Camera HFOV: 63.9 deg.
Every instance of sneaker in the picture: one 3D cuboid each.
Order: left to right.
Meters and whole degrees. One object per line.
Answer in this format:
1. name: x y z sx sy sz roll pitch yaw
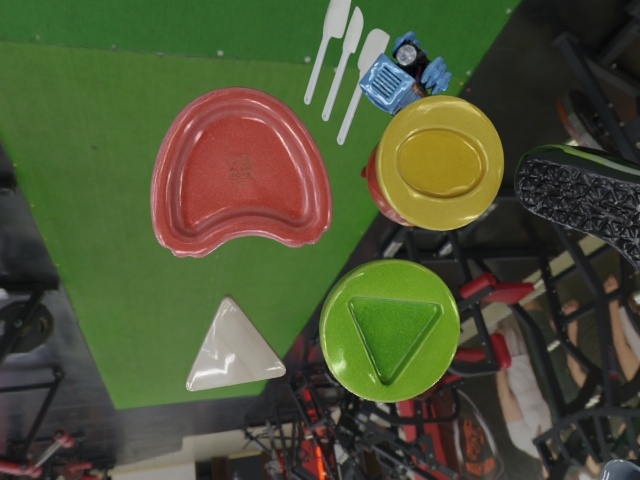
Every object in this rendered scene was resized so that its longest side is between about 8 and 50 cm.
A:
1. sneaker: 0.286 -0.035 0.452 0.097 0.235 0.084 -19 133 -31

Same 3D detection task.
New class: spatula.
1. spatula: 0.036 -0.306 0.921 0.019 0.168 0.242 -23 153 -31

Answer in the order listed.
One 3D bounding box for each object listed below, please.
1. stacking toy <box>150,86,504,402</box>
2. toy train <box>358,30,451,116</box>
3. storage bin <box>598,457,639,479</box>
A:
1. stacking toy: 0.000 0.000 0.506 0.309 0.279 0.130 4 -177 -11
2. toy train: 0.127 -0.231 0.749 0.105 0.080 0.184 -48 169 18
3. storage bin: 0.249 0.223 0.368 0.091 0.135 0.098 3 -167 -27
